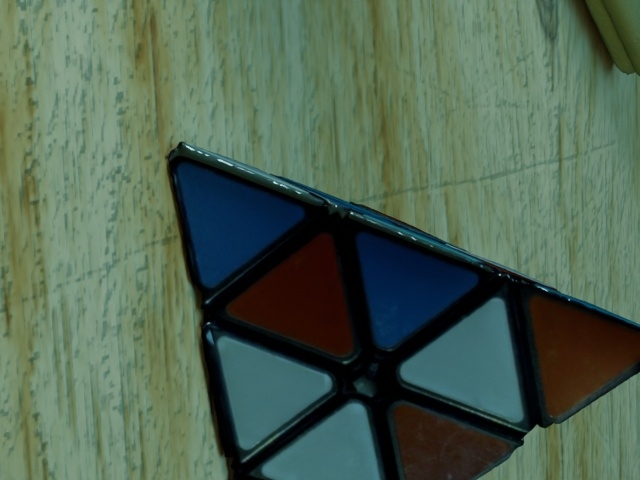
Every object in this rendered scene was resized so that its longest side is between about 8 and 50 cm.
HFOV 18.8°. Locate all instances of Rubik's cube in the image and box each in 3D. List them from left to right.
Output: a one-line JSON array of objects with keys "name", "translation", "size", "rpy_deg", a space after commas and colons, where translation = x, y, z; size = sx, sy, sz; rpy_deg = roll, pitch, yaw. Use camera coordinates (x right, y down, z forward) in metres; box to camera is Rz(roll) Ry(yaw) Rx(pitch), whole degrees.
[{"name": "Rubik's cube", "translation": [0.000, 0.000, 1.097], "size": [0.234, 0.284, 0.250], "rpy_deg": [42, 27, -28]}]

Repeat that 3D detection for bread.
[{"name": "bread", "translation": [0.244, -0.228, 1.523], "size": [0.178, 0.060, 0.139], "rpy_deg": [54, 48, -48]}]
